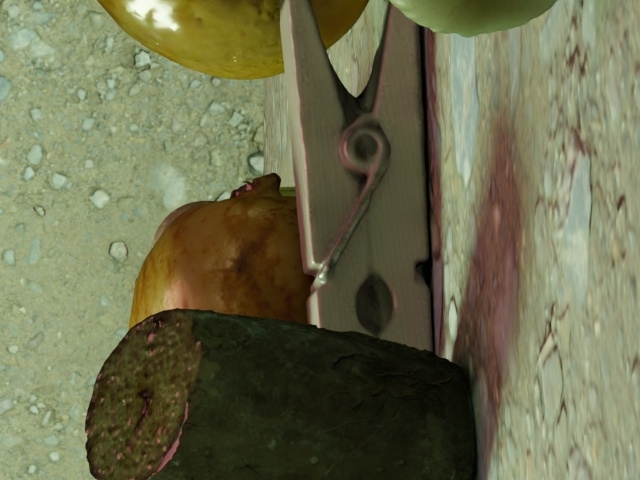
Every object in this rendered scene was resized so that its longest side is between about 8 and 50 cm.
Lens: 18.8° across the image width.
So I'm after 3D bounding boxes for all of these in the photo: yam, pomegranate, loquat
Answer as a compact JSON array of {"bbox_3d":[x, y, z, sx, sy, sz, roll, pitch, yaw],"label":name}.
[{"bbox_3d":[-0.007,0.123,1.234,0.154,0.254,0.154,-164,90,-70],"label":"yam"},{"bbox_3d":[-0.042,0.063,1.539,0.248,0.248,0.248,179,90,-85],"label":"pomegranate"},{"bbox_3d":[-0.069,-0.265,1.617,0.263,0.263,0.263,179,90,-85],"label":"loquat"}]

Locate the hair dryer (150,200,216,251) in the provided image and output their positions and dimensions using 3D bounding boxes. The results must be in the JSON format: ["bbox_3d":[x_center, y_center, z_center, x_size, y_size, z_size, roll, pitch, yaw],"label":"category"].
[{"bbox_3d":[-0.084,0.146,1.800,0.189,0.107,0.344,112,146,-72],"label":"hair dryer"}]

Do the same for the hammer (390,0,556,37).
[{"bbox_3d":[0.082,-0.254,0.821,0.202,0.113,0.305,-101,19,-48],"label":"hammer"}]

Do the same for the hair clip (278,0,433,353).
[{"bbox_3d":[0.029,-0.029,1.407,0.085,0.101,0.330,136,131,-76],"label":"hair clip"}]

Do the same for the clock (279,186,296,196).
[{"bbox_3d":[-0.009,0.103,1.880,0.235,0.096,0.308,156,112,-84],"label":"clock"}]
